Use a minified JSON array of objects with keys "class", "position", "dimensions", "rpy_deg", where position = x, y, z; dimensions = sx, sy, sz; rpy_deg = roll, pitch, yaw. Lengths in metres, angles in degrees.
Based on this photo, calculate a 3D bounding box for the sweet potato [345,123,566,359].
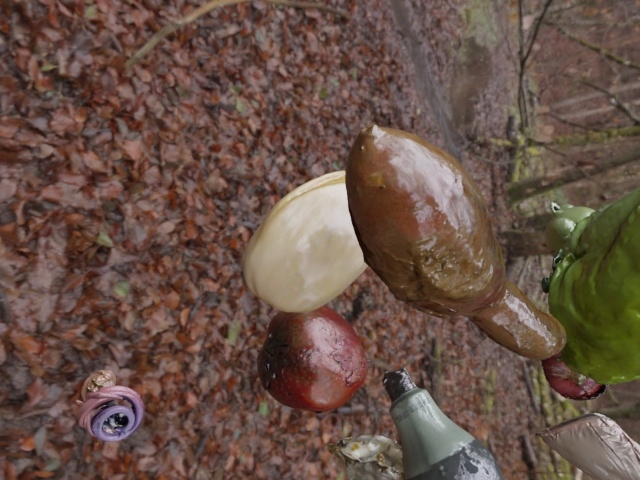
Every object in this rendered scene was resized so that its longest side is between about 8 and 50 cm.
[{"class":"sweet potato","position":[0.127,0.029,0.441],"dimensions":[0.385,0.109,0.109],"rpy_deg":[40,48,-43]}]

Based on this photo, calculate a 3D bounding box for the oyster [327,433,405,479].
[{"class":"oyster","position":[0.164,0.655,1.411],"dimensions":[0.166,0.341,0.111],"rpy_deg":[-28,103,-59]}]

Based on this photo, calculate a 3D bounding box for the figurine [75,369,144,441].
[{"class":"figurine","position":[-0.443,0.327,0.982],"dimensions":[0.114,0.157,0.126],"rpy_deg":[-24,134,-47]}]

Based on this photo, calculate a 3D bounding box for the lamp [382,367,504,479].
[{"class":"lamp","position":[0.232,0.392,0.922],"dimensions":[0.182,0.181,0.314],"rpy_deg":[12,60,-62]}]

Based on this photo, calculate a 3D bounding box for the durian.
[{"class":"durian","position":[0.433,0.039,0.623],"dimensions":[0.340,0.204,0.256],"rpy_deg":[122,-28,-62]}]

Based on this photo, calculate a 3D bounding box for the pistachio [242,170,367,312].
[{"class":"pistachio","position":[0.000,0.000,0.571],"dimensions":[0.200,0.117,0.145],"rpy_deg":[-39,142,-10]}]

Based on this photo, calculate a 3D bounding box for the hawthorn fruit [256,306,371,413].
[{"class":"hawthorn fruit","position":[0.009,0.206,0.838],"dimensions":[0.235,0.181,0.181],"rpy_deg":[14,68,-31]}]

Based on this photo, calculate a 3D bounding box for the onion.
[{"class":"onion","position":[0.667,0.322,1.270],"dimensions":[0.147,0.183,0.184],"rpy_deg":[-51,130,-77]}]

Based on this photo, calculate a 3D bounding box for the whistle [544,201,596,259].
[{"class":"whistle","position":[0.490,0.050,0.844],"dimensions":[0.289,0.106,0.131],"rpy_deg":[54,35,2]}]

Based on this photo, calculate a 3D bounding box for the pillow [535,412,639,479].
[{"class":"pillow","position":[0.663,0.508,1.130],"dimensions":[0.270,0.173,0.067],"rpy_deg":[43,34,-7]}]
